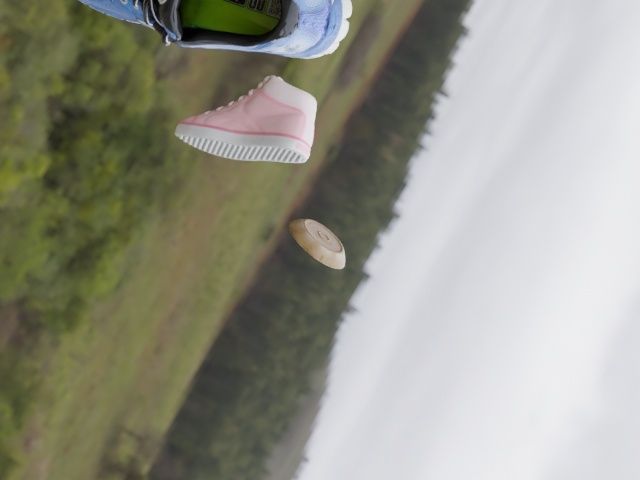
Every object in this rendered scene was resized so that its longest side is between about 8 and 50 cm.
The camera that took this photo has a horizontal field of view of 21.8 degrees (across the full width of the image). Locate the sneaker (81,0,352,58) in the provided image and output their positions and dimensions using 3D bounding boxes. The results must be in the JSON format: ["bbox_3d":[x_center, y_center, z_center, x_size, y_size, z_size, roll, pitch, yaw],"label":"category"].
[{"bbox_3d":[-0.140,-0.262,1.651,0.147,0.330,0.130,-16,119,-67],"label":"sneaker"}]

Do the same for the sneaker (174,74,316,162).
[{"bbox_3d":[-0.061,-0.109,1.462,0.051,0.134,0.070,36,65,-57],"label":"sneaker"}]

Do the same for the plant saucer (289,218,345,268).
[{"bbox_3d":[0.000,0.000,1.977,0.015,0.083,0.083,-50,-177,20],"label":"plant saucer"}]
